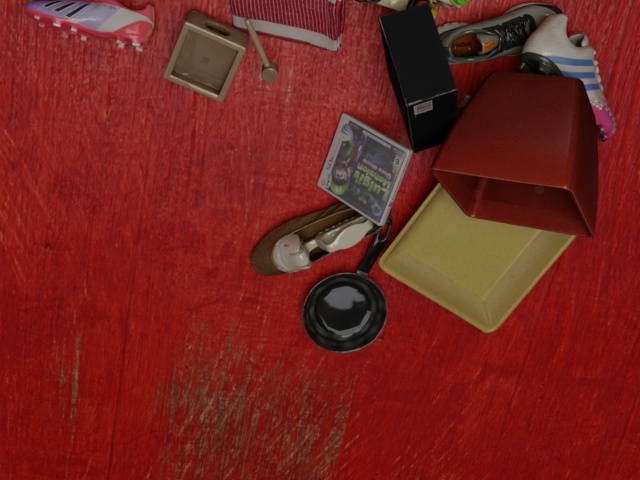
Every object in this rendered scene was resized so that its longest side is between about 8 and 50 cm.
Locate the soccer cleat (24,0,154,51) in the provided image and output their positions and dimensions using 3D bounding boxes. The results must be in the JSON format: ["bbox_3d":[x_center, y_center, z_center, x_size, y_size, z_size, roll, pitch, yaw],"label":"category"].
[{"bbox_3d":[-0.449,-0.442,1.740,0.248,0.083,0.095,13,83,-3],"label":"soccer cleat"}]

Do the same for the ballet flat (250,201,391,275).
[{"bbox_3d":[0.000,0.000,1.926,0.342,0.124,0.116,-23,115,8],"label":"ballet flat"}]

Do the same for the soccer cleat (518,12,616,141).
[{"bbox_3d":[0.527,-0.326,1.791,0.331,0.116,0.143,36,82,-40],"label":"soccer cleat"}]

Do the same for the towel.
[{"bbox_3d":[-0.066,-0.508,1.639,0.237,0.037,0.329,15,139,12],"label":"towel"}]

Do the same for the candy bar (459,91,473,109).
[{"bbox_3d":[0.375,-0.291,1.873,0.162,0.018,0.040,2,110,-4],"label":"candy bar"}]

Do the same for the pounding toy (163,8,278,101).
[{"bbox_3d":[-0.179,-0.375,1.757,0.206,0.094,0.181,22,120,-13],"label":"pounding toy"}]

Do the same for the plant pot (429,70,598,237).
[{"bbox_3d":[0.399,-0.176,1.700,0.267,0.267,0.235,11,77,29],"label":"plant pot"}]

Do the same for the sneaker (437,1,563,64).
[{"bbox_3d":[0.360,-0.404,1.773,0.272,0.108,0.100,-15,112,0],"label":"sneaker"}]

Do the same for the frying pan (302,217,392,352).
[{"bbox_3d":[0.056,0.102,2.014,0.197,0.053,0.326,-1,107,-7],"label":"frying pan"}]

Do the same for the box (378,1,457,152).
[{"bbox_3d":[0.191,-0.304,1.696,0.103,0.261,0.184,-19,75,4],"label":"box"}]

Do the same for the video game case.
[{"bbox_3d":[0.089,-0.150,1.849,0.022,0.190,0.173,-8,125,-49],"label":"video game case"}]

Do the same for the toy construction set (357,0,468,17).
[{"bbox_3d":[0.162,-0.535,1.671,0.328,0.151,0.215,17,100,-10],"label":"toy construction set"}]

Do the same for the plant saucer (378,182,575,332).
[{"bbox_3d":[0.346,-0.004,1.967,0.333,0.081,0.333,31,109,-16],"label":"plant saucer"}]
